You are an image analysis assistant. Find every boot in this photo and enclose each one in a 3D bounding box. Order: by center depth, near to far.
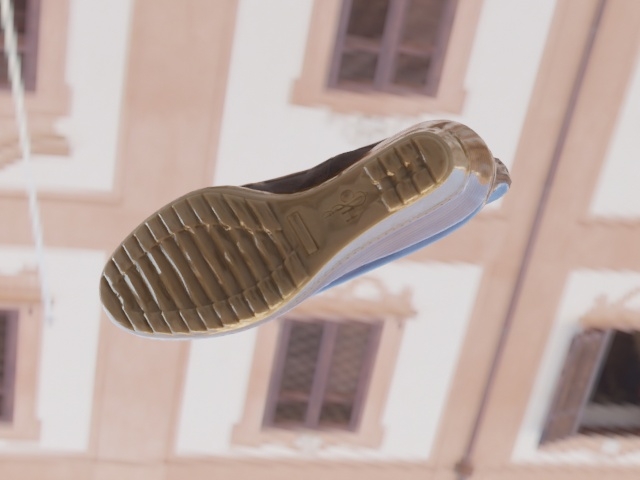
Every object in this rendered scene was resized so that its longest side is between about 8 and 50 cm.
[{"bbox_3d":[0.000,0.000,1.165,0.248,0.207,0.090,-23,-98,11],"label":"boot"}]
